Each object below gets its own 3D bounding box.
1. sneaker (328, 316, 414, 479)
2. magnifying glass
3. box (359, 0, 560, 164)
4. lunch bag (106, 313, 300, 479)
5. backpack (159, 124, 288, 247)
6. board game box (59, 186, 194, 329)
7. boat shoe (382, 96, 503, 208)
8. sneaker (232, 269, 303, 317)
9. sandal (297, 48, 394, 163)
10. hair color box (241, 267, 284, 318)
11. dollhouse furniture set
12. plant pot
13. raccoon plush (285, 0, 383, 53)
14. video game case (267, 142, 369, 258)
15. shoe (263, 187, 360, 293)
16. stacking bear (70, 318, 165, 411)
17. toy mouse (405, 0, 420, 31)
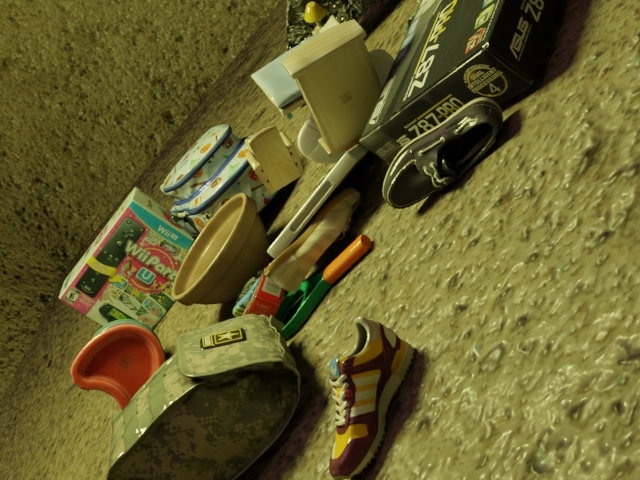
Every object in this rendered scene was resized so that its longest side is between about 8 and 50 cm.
[{"bbox_3d":[0.035,0.176,1.113,0.070,0.084,0.185,-29,31,54],"label":"sneaker"},{"bbox_3d":[-0.003,0.072,1.509,0.231,0.026,0.092,-47,19,30],"label":"magnifying glass"},{"bbox_3d":[0.236,-0.327,1.487,0.318,0.097,0.394,-34,28,56],"label":"box"},{"bbox_3d":[-0.155,0.229,1.390,0.287,0.169,0.235,-47,14,1],"label":"lunch bag"},{"bbox_3d":[-0.190,-0.119,2.063,0.276,0.213,0.263,-56,28,-14],"label":"backpack"},{"bbox_3d":[-0.426,0.064,2.287,0.303,0.224,0.097,-51,17,14],"label":"board game box"},{"bbox_3d":[0.159,-0.108,1.325,0.206,0.075,0.065,-41,19,25],"label":"boat shoe"},{"bbox_3d":[-0.088,0.073,1.649,0.188,0.067,0.078,-40,29,47],"label":"sneaker"},{"bbox_3d":[0.050,-0.241,1.829,0.265,0.102,0.076,-52,14,-20],"label":"sandal"},{"bbox_3d":[-0.099,0.119,1.573,0.072,0.043,0.141,-74,8,-50],"label":"hair color box"},{"bbox_3d":[-0.058,-0.298,1.707,0.286,0.198,0.303,-31,46,-3],"label":"dollhouse furniture set"},{"bbox_3d":[-0.170,0.037,1.859,0.237,0.110,0.237,-49,18,22],"label":"plant pot"},{"bbox_3d":[0.073,-0.513,2.237,0.446,0.299,0.216,95,176,-54],"label":"raccoon plush"},{"bbox_3d":[0.002,-0.073,1.637,0.206,0.026,0.227,-51,-1,14],"label":"video game case"},{"bbox_3d":[0.000,0.000,1.553,0.219,0.058,0.076,-45,-8,-29],"label":"shoe"},{"bbox_3d":[-0.410,0.243,2.055,0.164,0.175,0.289,-60,11,-8],"label":"stacking bear"},{"bbox_3d":[0.208,-0.433,1.854,0.161,0.031,0.143,-52,18,9],"label":"toy mouse"}]
